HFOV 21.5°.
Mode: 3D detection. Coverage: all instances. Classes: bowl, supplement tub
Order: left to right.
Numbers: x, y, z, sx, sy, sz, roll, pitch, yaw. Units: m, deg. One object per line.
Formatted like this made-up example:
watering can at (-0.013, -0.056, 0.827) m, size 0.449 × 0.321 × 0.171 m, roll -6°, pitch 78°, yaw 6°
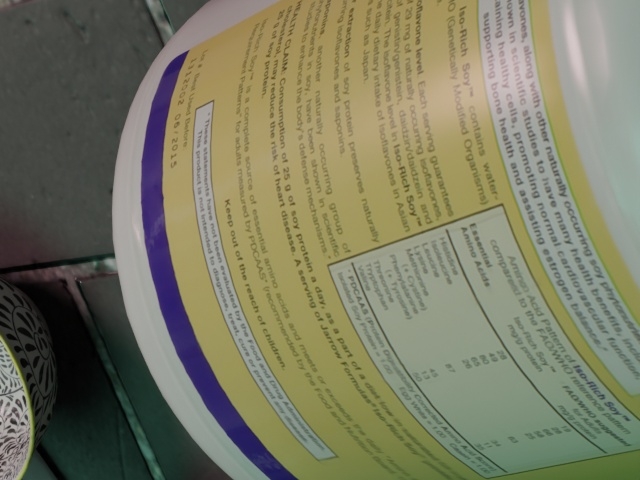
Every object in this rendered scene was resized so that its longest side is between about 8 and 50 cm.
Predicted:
bowl at (-0.222, 0.073, 1.062) m, size 0.170 × 0.080 × 0.170 m, roll 15°, pitch 120°, yaw 27°
supplement tub at (0.108, -0.030, 0.599) m, size 0.331 × 0.241 × 0.241 m, roll -20°, pitch 102°, yaw 46°

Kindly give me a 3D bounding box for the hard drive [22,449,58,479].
hard drive at (-0.258, 0.188, 1.201) m, size 0.318 × 0.040 × 0.210 m, roll 55°, pitch 137°, yaw -1°
